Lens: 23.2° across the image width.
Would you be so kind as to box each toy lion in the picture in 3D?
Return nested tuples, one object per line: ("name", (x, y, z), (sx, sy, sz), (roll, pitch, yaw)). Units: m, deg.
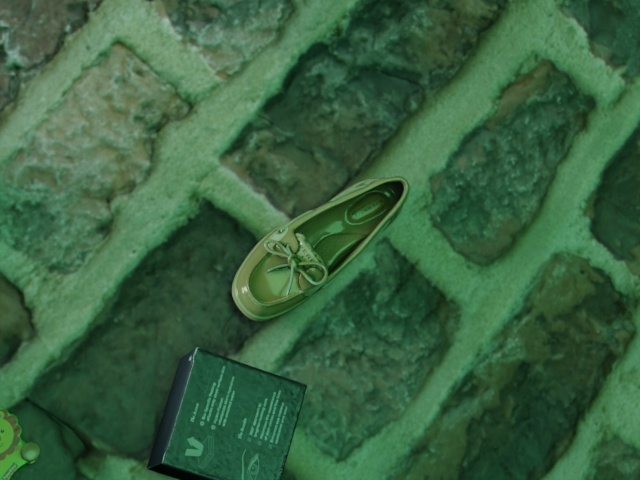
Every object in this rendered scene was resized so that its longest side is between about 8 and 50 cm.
("toy lion", (-0.404, 0.261, 1.926), (0.096, 0.034, 0.100), (36, 69, 1))

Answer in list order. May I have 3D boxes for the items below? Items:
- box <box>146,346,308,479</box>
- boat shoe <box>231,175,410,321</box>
("box", (-0.119, 0.239, 1.990), (0.158, 0.093, 0.156), (21, 72, -14))
("boat shoe", (0.000, 0.000, 2.090), (0.285, 0.089, 0.104), (-41, 92, -22))
